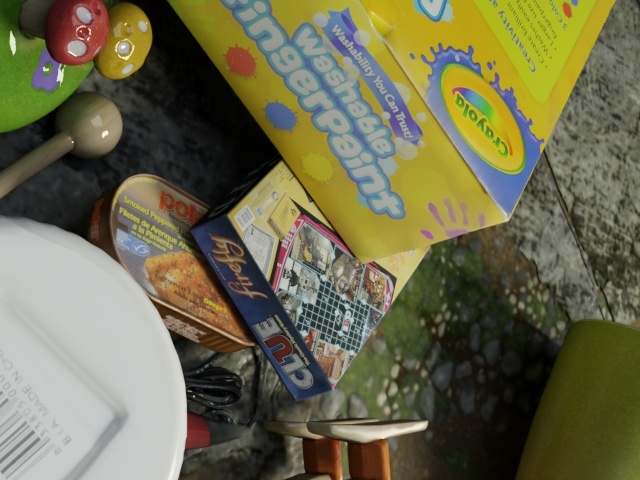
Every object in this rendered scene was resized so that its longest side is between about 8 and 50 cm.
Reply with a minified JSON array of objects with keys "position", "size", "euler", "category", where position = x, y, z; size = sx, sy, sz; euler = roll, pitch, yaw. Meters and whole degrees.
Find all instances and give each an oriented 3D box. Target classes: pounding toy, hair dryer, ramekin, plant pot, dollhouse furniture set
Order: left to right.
[{"position":[-0.218,0.112,0.846],"size":[0.277,0.135,0.277],"euler":[3,84,-33],"category":"ramekin"},{"position":[-0.178,-0.127,0.950],"size":[0.183,0.110,0.237],"euler":[-45,147,-46],"category":"pounding toy"},{"position":[-0.146,0.142,1.027],"size":[0.223,0.080,0.293],"euler":[46,58,-24],"category":"hair dryer"},{"position":[0.071,0.269,1.065],"size":[0.135,0.259,0.262],"euler":[-1,85,-29],"category":"dollhouse furniture set"},{"position":[0.280,0.268,1.256],"size":[0.275,0.275,0.293],"euler":[39,76,-27],"category":"plant pot"}]

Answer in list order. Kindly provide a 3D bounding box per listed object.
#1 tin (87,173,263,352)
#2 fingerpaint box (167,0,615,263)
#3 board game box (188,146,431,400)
[{"position":[-0.103,0.020,1.053],"size":[0.190,0.040,0.106],"euler":[32,51,-41],"category":"tin"},{"position":[0.035,-0.271,1.130],"size":[0.445,0.163,0.371],"euler":[53,43,-22],"category":"fingerpaint box"},{"position":[0.000,0.000,1.140],"size":[0.165,0.042,0.243],"euler":[59,34,-13],"category":"board game box"}]
